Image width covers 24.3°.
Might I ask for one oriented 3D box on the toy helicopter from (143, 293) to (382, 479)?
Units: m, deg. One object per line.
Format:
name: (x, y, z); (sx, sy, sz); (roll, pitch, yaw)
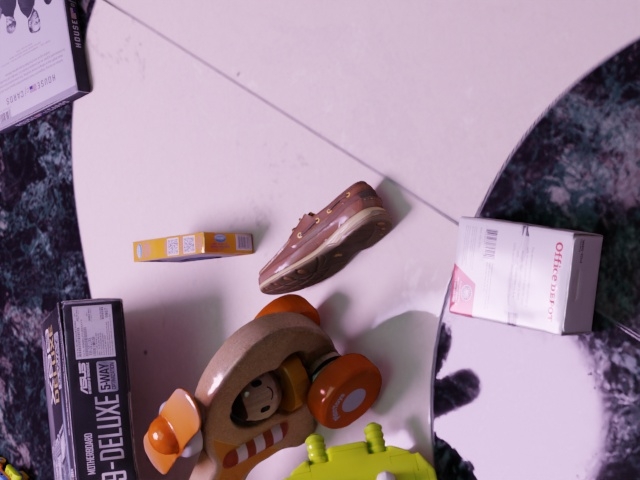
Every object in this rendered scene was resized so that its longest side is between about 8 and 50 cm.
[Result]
toy helicopter: (-0.106, 0.227, 1.583); (0.140, 0.235, 0.355); (43, 119, 33)

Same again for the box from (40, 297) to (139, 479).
box: (-0.272, 0.232, 1.758); (0.242, 0.076, 0.307); (152, 113, -72)

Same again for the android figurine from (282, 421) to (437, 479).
android figurine: (0.048, 0.309, 1.475); (0.056, 0.248, 0.273); (85, 175, -57)

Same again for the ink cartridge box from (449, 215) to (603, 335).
ink cartridge box: (0.199, 0.033, 1.439); (0.135, 0.056, 0.099); (11, 96, 41)

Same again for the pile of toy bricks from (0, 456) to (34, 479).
pile of toy bricks: (-0.441, 0.355, 1.956); (0.212, 0.105, 0.118); (33, 110, 37)

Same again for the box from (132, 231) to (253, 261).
box: (-0.155, 0.009, 1.732); (0.136, 0.081, 0.028); (-5, 86, 41)

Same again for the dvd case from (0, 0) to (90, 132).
dvd case: (-0.388, -0.282, 1.982); (0.179, 0.029, 0.238); (-19, 77, 39)

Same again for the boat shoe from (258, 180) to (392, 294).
boat shoe: (0.000, 0.000, 1.614); (0.178, 0.064, 0.060); (-36, 61, 28)
